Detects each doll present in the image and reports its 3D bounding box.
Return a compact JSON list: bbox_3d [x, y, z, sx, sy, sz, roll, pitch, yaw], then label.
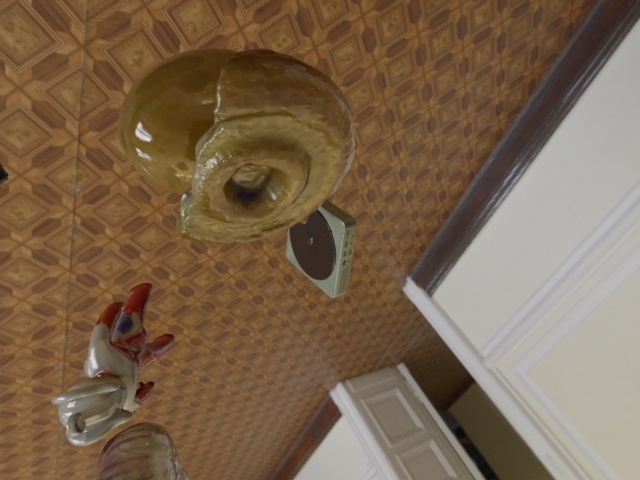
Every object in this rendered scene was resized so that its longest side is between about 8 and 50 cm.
[{"bbox_3d":[-0.338,0.206,0.765,0.099,0.384,0.188,-18,103,-3],"label":"doll"}]

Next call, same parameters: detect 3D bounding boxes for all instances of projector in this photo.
[{"bbox_3d":[0.000,0.000,1.313,0.079,0.259,0.257,-16,127,-33],"label":"projector"}]

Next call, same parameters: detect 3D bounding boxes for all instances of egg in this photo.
[{"bbox_3d":[-0.189,-0.197,0.766,0.322,0.250,0.250,-31,153,-50],"label":"egg"}]

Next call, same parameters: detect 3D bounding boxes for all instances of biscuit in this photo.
[{"bbox_3d":[-0.058,-0.089,0.531,0.213,0.091,0.274,-9,146,-28],"label":"biscuit"}]

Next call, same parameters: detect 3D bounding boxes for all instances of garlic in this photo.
[{"bbox_3d":[-0.222,0.303,0.547,0.102,0.147,0.159,-18,138,-16],"label":"garlic"}]

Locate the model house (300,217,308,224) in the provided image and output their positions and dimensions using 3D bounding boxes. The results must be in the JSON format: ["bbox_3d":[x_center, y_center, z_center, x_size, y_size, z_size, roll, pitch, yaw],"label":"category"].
[{"bbox_3d":[-0.132,-0.174,1.108,0.229,0.219,0.199,7,118,-23],"label":"model house"}]

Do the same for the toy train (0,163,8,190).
[{"bbox_3d":[-0.760,-0.174,0.950,0.089,0.127,0.219,-13,123,37],"label":"toy train"}]
